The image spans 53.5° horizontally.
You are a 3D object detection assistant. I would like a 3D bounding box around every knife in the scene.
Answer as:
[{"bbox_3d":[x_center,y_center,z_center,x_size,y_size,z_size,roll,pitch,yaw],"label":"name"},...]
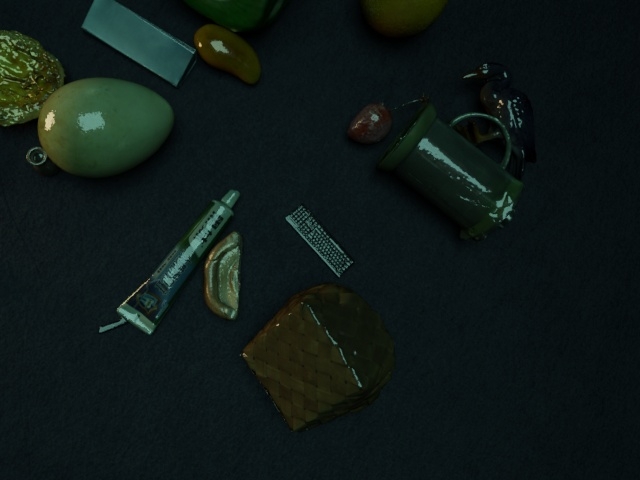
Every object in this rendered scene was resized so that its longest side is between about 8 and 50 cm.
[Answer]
[{"bbox_3d":[-0.433,0.176,1.471,0.170,0.010,0.023,-21,93,-12],"label":"knife"}]

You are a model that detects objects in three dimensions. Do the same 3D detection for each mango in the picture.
[{"bbox_3d":[-0.220,-0.454,1.539,0.184,0.085,0.102,31,76,-8],"label":"mango"}]

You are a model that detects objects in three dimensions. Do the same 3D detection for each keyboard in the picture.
[{"bbox_3d":[0.000,0.000,1.553,0.064,0.010,0.198,-42,91,-12],"label":"keyboard"}]

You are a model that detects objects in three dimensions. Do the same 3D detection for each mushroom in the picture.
[{"bbox_3d":[-0.226,0.083,1.479,0.094,0.072,0.209,1,80,-10],"label":"mushroom"}]

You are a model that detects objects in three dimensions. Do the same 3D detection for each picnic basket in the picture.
[{"bbox_3d":[0.041,0.231,1.424,0.337,0.337,0.293,-34,82,-11],"label":"picnic basket"}]

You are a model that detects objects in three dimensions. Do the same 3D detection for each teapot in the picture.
[{"bbox_3d":[0.340,-0.175,1.521,0.337,0.200,0.270,38,100,-4],"label":"teapot"}]

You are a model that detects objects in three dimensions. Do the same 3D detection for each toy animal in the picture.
[{"bbox_3d":[0.452,-0.297,1.597,0.185,0.122,0.298,-35,90,-11],"label":"toy animal"}]

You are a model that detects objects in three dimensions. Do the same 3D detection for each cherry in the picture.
[{"bbox_3d":[0.165,-0.310,1.555,0.225,0.107,0.090,-32,74,2],"label":"cherry"}]

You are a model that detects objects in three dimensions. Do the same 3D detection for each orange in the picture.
[{"bbox_3d":[0.202,-0.605,1.544,0.236,0.236,0.236,1,83,-8],"label":"orange"}]

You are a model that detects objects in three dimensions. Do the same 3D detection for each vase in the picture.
[{"bbox_3d":[-0.627,-0.180,1.438,0.053,0.101,0.053,1,83,-7],"label":"vase"}]

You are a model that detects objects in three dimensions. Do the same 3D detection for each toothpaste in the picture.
[{"bbox_3d":[-0.315,0.037,1.478,0.099,0.061,0.392,37,81,-3],"label":"toothpaste"}]

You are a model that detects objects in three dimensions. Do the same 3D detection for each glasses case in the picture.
[{"bbox_3d":[-0.433,-0.483,1.535,0.266,0.056,0.105,31,104,-3],"label":"glasses case"}]

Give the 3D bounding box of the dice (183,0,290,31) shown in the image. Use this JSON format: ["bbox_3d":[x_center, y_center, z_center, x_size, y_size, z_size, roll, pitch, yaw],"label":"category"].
[{"bbox_3d":[-0.175,-0.685,1.444,0.287,0.297,0.300,32,66,-2],"label":"dice"}]

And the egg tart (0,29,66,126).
[{"bbox_3d":[-0.715,-0.363,1.455,0.252,0.098,0.231,8,76,-11],"label":"egg tart"}]

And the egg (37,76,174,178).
[{"bbox_3d":[-0.470,-0.253,1.414,0.295,0.218,0.218,-15,85,-26],"label":"egg"}]
